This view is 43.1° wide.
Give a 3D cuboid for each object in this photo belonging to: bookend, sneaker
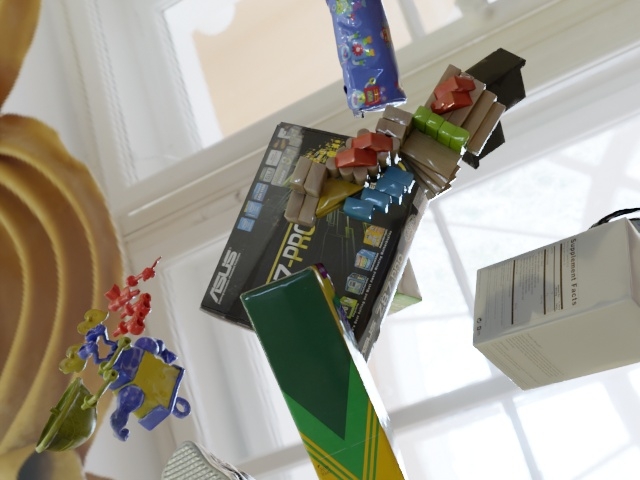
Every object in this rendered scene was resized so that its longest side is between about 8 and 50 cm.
[{"bbox_3d":[0.309,-0.243,1.495,0.072,0.157,0.156,45,168,46],"label":"bookend"},{"bbox_3d":[-0.139,0.414,1.219,0.127,0.126,0.321,41,177,-25],"label":"sneaker"}]

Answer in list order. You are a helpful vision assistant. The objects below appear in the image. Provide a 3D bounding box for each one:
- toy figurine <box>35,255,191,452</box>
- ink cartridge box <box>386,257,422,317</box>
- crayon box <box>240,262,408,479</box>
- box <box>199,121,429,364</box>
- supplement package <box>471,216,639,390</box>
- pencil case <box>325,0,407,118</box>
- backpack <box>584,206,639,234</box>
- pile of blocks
[{"bbox_3d":[-0.280,0.227,1.297,0.217,0.191,0.362,46,-156,-23],"label":"toy figurine"},{"bbox_3d":[0.044,0.112,1.934,0.119,0.354,0.207,17,-129,-52],"label":"ink cartridge box"},{"bbox_3d":[0.013,0.193,1.119,0.363,0.106,0.313,31,-143,-88],"label":"crayon box"},{"bbox_3d":[0.000,0.000,1.462,0.394,0.318,0.097,-67,-29,-12],"label":"box"},{"bbox_3d":[0.436,0.117,1.402,0.177,0.293,0.175,42,-137,-30],"label":"supplement package"},{"bbox_3d":[0.087,-0.410,1.686,0.119,0.133,0.306,-22,-80,-60],"label":"pencil case"},{"bbox_3d":[0.645,0.007,1.701,0.152,0.182,0.115,108,154,-57],"label":"backpack"},{"bbox_3d":[0.108,-0.121,1.165,0.149,0.362,0.112,56,179,12],"label":"pile of blocks"}]
